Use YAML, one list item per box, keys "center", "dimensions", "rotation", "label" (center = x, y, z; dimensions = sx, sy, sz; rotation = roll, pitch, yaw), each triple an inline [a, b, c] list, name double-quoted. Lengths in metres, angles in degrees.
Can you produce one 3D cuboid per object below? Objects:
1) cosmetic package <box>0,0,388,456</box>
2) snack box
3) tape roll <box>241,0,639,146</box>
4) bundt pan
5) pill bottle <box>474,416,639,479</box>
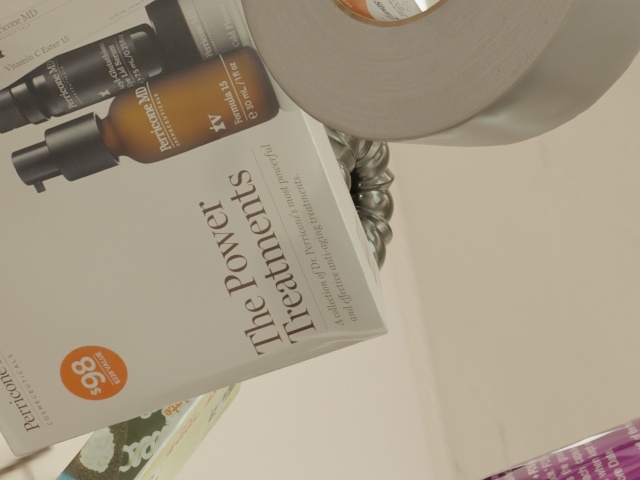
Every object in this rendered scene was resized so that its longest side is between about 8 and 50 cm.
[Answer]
- center: [-0.148, -0.064, 0.778]
  dimensions: [0.097, 0.284, 0.377]
  rotation: [-94, 163, -62]
  label: "cosmetic package"
- center: [-0.170, 0.201, 1.061]
  dimensions: [0.060, 0.322, 0.187]
  rotation: [34, -31, 7]
  label: "snack box"
- center: [0.058, -0.153, 0.554]
  dimensions: [0.219, 0.072, 0.219]
  rotation: [-1, -91, 44]
  label: "tape roll"
- center: [0.014, -0.060, 1.607]
  dimensions: [0.331, 0.124, 0.330]
  rotation: [1, 90, -70]
  label: "bundt pan"
- center: [0.142, 0.200, 0.650]
  dimensions: [0.169, 0.302, 0.169]
  rotation: [-22, 90, -84]
  label: "pill bottle"
